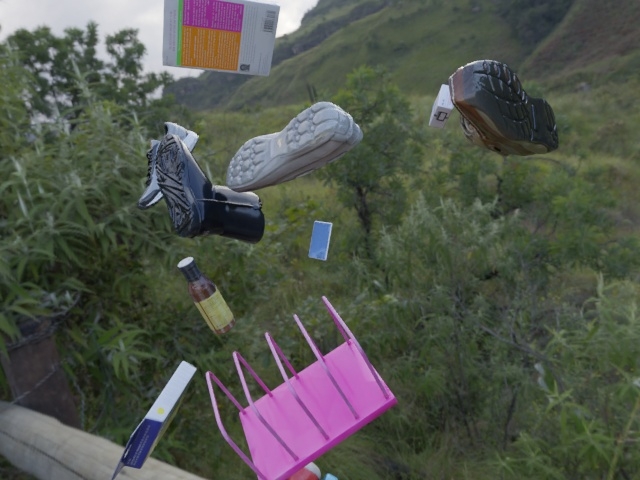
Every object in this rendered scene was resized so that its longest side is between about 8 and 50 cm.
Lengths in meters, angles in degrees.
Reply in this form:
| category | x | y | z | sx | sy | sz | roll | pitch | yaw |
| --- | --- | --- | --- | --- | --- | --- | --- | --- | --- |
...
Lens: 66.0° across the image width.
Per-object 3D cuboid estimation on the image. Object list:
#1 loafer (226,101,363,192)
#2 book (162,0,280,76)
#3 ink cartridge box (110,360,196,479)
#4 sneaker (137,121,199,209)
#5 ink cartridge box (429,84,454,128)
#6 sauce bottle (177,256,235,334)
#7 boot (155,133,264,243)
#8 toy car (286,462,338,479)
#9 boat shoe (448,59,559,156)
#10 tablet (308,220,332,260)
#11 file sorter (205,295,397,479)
| category | x | y | z | sx | sy | sz | roll | pitch | yaw |
| --- | --- | --- | --- | --- | --- | --- | --- | --- | --- |
| loafer | -0.062 | -0.158 | 0.954 | 0.319 | 0.112 | 0.111 | -16 | -26 | 41 |
| book | -0.131 | -0.273 | 0.647 | 0.144 | 0.096 | 0.035 | 1 | 41 | -20 |
| ink cartridge box | -0.525 | 0.587 | 1.568 | 0.303 | 0.072 | 0.307 | -59 | 4 | 34 |
| sneaker | -0.441 | -0.204 | 1.356 | 0.108 | 0.271 | 0.100 | 31 | -24 | -27 |
| ink cartridge box | 0.223 | -0.246 | 0.890 | 0.028 | 0.048 | 0.083 | 14 | -19 | 2 |
| sauce bottle | -0.172 | 0.083 | 0.743 | 0.042 | 0.128 | 0.042 | -17 | 27 | 9 |
| boot | -0.236 | -0.105 | 1.079 | 0.094 | 0.246 | 0.207 | -36 | -24 | 32 |
| toy car | -0.102 | 0.823 | 1.562 | 0.238 | 0.219 | 0.210 | -57 | -6 | -37 |
| boat shoe | 0.308 | -0.207 | 0.866 | 0.120 | 0.122 | 0.324 | -10 | -15 | 43 |
| tablet | 0.000 | 0.000 | 1.098 | 0.054 | 0.083 | 0.006 | 10 | 1 | 42 |
| file sorter | -0.048 | 0.275 | 0.944 | 0.290 | 0.182 | 0.202 | -32 | 30 | -6 |
